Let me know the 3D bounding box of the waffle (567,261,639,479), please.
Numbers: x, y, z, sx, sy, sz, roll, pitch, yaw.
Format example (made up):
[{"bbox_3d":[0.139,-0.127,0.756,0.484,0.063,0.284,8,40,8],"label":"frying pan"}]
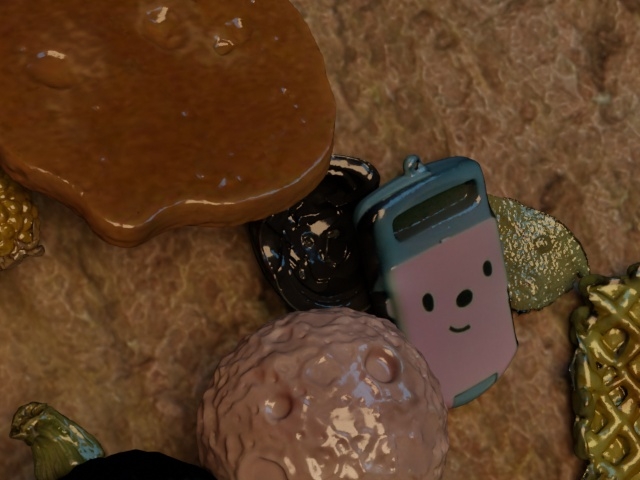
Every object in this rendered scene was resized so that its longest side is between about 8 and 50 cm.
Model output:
[{"bbox_3d":[0.419,0.171,1.694,0.297,0.073,0.317,2,90,-10],"label":"waffle"}]

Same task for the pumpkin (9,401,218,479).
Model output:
[{"bbox_3d":[-0.210,0.284,1.365,0.296,0.296,0.296,2,83,-16],"label":"pumpkin"}]

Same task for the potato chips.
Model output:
[{"bbox_3d":[0.213,0.017,1.677,0.209,0.026,0.142,-1,81,-18],"label":"potato chips"}]

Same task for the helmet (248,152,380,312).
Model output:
[{"bbox_3d":[-0.009,-0.009,1.575,0.153,0.107,0.177,-22,110,-25],"label":"helmet"}]

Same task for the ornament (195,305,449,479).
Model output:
[{"bbox_3d":[0.001,0.184,1.478,0.259,0.259,0.225,-17,67,-17],"label":"ornament"}]

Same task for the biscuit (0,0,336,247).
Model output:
[{"bbox_3d":[-0.175,-0.170,1.503,0.365,0.062,0.385,-22,69,-26],"label":"biscuit"}]

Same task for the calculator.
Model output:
[{"bbox_3d":[0.128,0.043,1.581,0.173,0.051,0.293,-26,114,-28],"label":"calculator"}]

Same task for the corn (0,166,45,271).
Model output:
[{"bbox_3d":[-0.378,-0.108,1.480,0.106,0.106,0.305,-27,89,-17],"label":"corn"}]
